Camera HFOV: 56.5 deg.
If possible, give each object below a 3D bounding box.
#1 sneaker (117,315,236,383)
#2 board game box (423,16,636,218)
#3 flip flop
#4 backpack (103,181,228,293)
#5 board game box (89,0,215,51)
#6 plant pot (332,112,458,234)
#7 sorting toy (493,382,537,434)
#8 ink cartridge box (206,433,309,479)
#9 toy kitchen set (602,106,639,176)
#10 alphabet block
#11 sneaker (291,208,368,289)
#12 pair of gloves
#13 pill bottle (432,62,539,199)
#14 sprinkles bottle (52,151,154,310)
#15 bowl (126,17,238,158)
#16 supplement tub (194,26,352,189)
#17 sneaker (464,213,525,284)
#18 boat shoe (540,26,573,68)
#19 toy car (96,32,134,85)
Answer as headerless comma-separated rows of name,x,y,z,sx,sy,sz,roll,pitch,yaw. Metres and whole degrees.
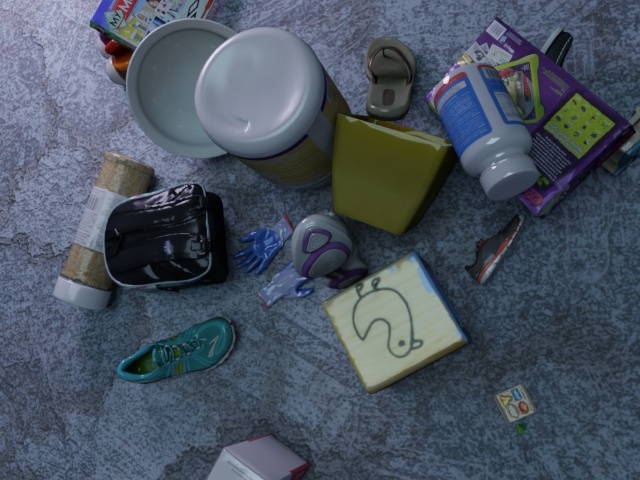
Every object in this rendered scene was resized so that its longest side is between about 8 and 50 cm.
sneaker,-0.308,0.246,1.282,0.275,0.110,0.107,-26,74,10
board game box,0.361,-0.230,1.087,0.208,0.056,0.346,-46,55,19
flip flop,0.137,-0.347,1.218,0.112,0.080,0.277,-1,46,12
backpack,-0.329,0.005,1.287,0.254,0.191,0.225,-10,75,8
board game box,-0.362,-0.577,1.391,0.214,0.046,0.317,28,78,-18
plant pot,0.136,-0.127,1.166,0.212,0.212,0.187,20,106,17
sorting toy,0.371,0.318,1.116,0.062,0.012,0.083,-28,73,10
ink cartridge box,-0.164,0.533,1.138,0.117,0.207,0.283,29,90,21
toy kitchen set,0.604,-0.201,1.054,0.207,0.166,0.122,-45,71,5
alphabet block,0.149,0.155,1.117,0.197,0.193,0.192,-32,72,10
sneaker,0.000,0.000,1.132,0.114,0.305,0.152,-26,69,5
pair of gloves,-0.094,0.050,1.298,0.159,0.023,0.198,-38,72,8
pill bottle,0.287,-0.185,1.029,0.124,0.124,0.221,-22,65,12
sprinkles bottle,-0.498,-0.022,1.379,0.121,0.121,0.355,18,86,19
bowl,-0.277,-0.339,1.332,0.298,0.134,0.297,-5,110,-15
supplement tub,-0.069,-0.238,1.176,0.241,0.331,0.240,-3,80,16
sneaker,0.336,0.007,1.158,0.065,0.061,0.157,36,91,25
boat shoe,0.422,-0.258,1.155,0.091,0.114,0.302,29,102,20
toy car,-0.474,-0.480,1.443,0.159,0.136,0.181,-26,74,11
